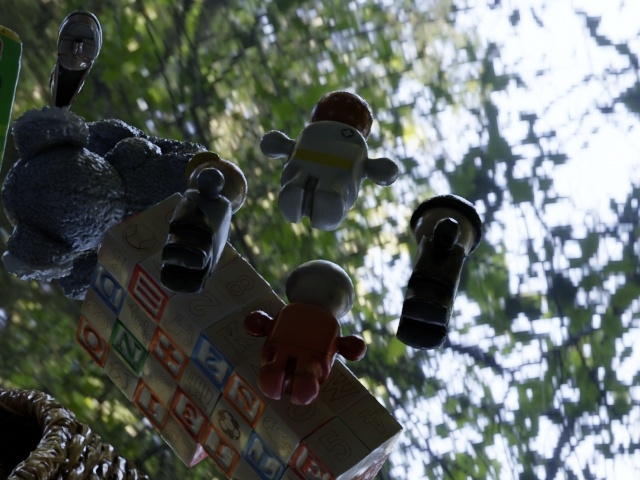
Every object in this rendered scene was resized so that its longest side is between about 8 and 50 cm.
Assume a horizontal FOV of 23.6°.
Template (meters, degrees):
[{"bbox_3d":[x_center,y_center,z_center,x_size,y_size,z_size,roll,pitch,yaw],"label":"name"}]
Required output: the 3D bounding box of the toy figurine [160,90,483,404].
[{"bbox_3d":[0.000,0.000,1.201,0.213,0.209,0.148,-29,-154,33],"label":"toy figurine"}]

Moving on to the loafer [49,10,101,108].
[{"bbox_3d":[-0.249,-0.178,1.546,0.045,0.125,0.039,10,-127,-15],"label":"loafer"}]

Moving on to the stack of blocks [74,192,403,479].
[{"bbox_3d":[-0.081,0.124,1.357,0.087,0.171,0.297,-31,-112,-37],"label":"stack of blocks"}]

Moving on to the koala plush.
[{"bbox_3d":[-0.223,-0.040,1.521,0.203,0.221,0.196,4,-96,40],"label":"koala plush"}]

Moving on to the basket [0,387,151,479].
[{"bbox_3d":[-0.248,0.178,0.981,0.223,0.299,0.213,40,-95,-16],"label":"basket"}]

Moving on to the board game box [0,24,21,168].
[{"bbox_3d":[-0.263,-0.050,0.962,0.039,0.124,0.259,-27,-133,42],"label":"board game box"}]
